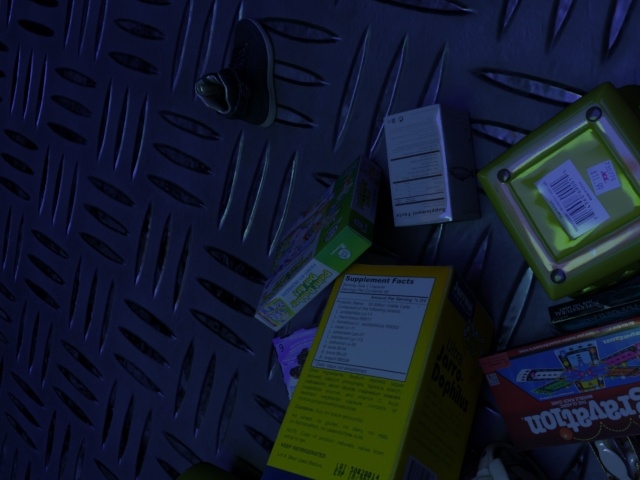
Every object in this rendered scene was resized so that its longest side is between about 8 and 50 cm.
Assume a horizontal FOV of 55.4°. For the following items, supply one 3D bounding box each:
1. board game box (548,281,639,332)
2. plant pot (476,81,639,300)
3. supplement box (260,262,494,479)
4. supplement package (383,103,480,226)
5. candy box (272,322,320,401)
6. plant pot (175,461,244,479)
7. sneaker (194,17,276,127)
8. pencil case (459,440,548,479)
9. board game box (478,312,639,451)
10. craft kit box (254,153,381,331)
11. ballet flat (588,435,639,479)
[{"bbox_3d":[0.413,0.088,0.794,0.186,0.126,0.026,-24,56,37],"label":"board game box"},{"bbox_3d":[0.351,-0.057,0.783,0.227,0.207,0.228,-37,72,33],"label":"plant pot"},{"bbox_3d":[0.100,0.231,0.899,0.194,0.195,0.356,1,58,38],"label":"supplement box"},{"bbox_3d":[0.178,-0.115,0.975,0.105,0.105,0.179,-7,89,38],"label":"supplement package"},{"bbox_3d":[0.013,0.255,1.149,0.165,0.070,0.196,-25,77,36],"label":"candy box"},{"bbox_3d":[-0.145,0.613,1.199,0.294,0.275,0.274,8,98,23],"label":"plant pot"},{"bbox_3d":[-0.170,-0.343,1.197,0.086,0.163,0.226,-14,83,39],"label":"sneaker"},{"bbox_3d":[0.190,0.469,0.955,0.410,0.184,0.159,-48,35,30],"label":"pencil case"},{"bbox_3d":[0.360,0.190,0.808,0.281,0.027,0.145,-28,82,41],"label":"board game box"},{"bbox_3d":[0.000,0.000,1.051,0.061,0.246,0.250,35,122,-17],"label":"craft kit box"},{"bbox_3d":[0.394,0.258,0.856,0.073,0.067,0.206,-43,67,33],"label":"ballet flat"}]
